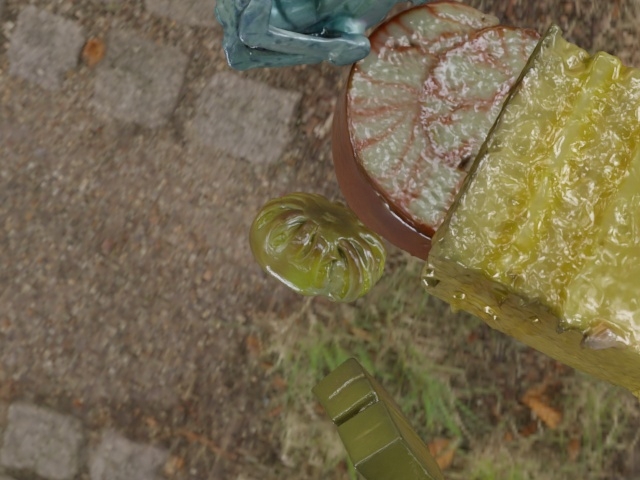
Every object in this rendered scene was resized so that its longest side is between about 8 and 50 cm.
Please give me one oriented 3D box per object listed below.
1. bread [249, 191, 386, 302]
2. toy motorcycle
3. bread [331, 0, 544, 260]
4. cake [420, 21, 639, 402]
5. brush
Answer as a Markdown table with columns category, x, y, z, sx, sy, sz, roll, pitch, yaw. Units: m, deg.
| category | x | y | z | sx | sy | sz | roll | pitch | yaw |
| --- | --- | --- | --- | --- | --- | --- | --- | --- | --- |
| bread | 0.000 | 0.000 | 1.928 | 0.213 | 0.213 | 0.105 | 20 | 124 | 0 |
| toy motorcycle | 0.009 | -0.272 | 1.351 | 0.260 | 0.206 | 0.154 | -20 | 73 | 5 |
| bread | 0.173 | -0.112 | 1.447 | 0.327 | 0.295 | 0.114 | 28 | 159 | 2 |
| cake | 0.253 | 0.000 | 1.044 | 0.286 | 0.222 | 0.227 | 28 | 83 | 6 |
| brush | 0.083 | 0.199 | 1.039 | 0.047 | 0.103 | 0.233 | -36 | 129 | 4 |
